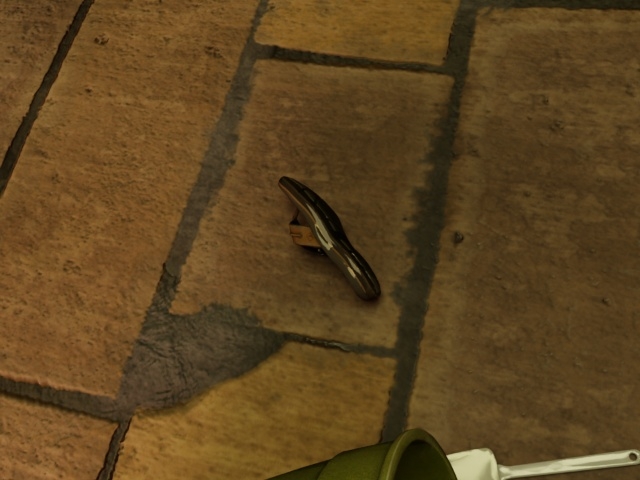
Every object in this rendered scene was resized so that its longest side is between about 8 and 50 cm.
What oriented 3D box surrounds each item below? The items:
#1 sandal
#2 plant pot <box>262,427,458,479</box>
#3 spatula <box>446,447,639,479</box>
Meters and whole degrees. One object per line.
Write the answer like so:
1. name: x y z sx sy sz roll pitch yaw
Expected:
1. sandal: 0.000 0.000 1.072 0.060 0.090 0.219 -41 66 14
2. plant pot: -0.052 0.377 0.737 0.353 0.366 0.366 -12 59 18
3. spatula: 0.240 0.301 0.879 0.242 0.019 0.168 -10 60 7
